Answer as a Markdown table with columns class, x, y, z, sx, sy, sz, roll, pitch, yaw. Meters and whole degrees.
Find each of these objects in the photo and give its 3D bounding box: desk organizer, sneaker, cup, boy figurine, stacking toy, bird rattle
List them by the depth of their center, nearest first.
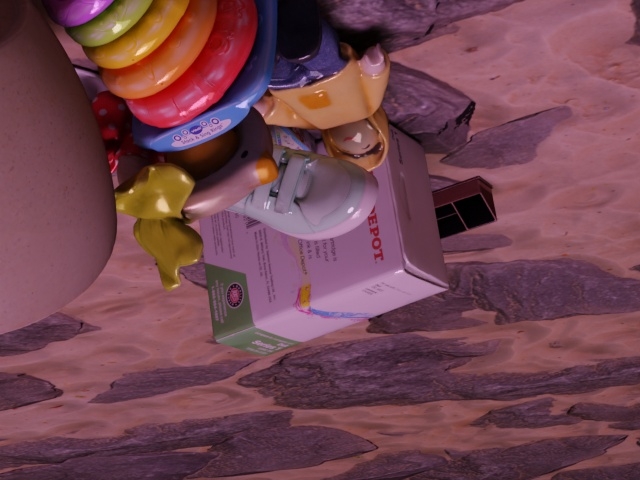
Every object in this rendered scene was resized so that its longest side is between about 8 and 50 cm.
| class | x | y | z | sx | sy | sz | roll | pitch | yaw |
| --- | --- | --- | --- | --- | --- | --- | --- | --- | --- |
| cup | -0.341 | -0.106 | 1.461 | 0.331 | 0.331 | 0.237 | -3 | 131 | -13 |
| stacking toy | -0.188 | -0.228 | 1.523 | 0.175 | 0.165 | 0.302 | -21 | 139 | 31 |
| bird rattle | -0.149 | -0.075 | 1.709 | 0.207 | 0.253 | 0.143 | -23 | 124 | -4 |
| boy figurine | -0.005 | -0.159 | 1.786 | 0.177 | 0.092 | 0.285 | -17 | 153 | 13 |
| sneaker | -0.071 | -0.071 | 1.808 | 0.256 | 0.094 | 0.151 | 8 | 166 | 35 |
| desk organizer | 0.163 | -0.035 | 2.183 | 0.130 | 0.050 | 0.047 | -19 | 155 | 25 |

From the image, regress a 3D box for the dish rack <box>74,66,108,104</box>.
| class | x | y | z | sx | sy | sz | roll | pitch | yaw |
| --- | --- | --- | --- | --- | --- | --- | --- | --- | --- |
| dish rack | -0.418 | -0.121 | 1.766 | 0.333 | 0.072 | 0.285 | 12 | 149 | -42 |

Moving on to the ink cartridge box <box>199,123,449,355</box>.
| class | x | y | z | sx | sy | sz | roll | pitch | yaw |
| --- | --- | --- | --- | --- | --- | --- | --- | --- | --- |
| ink cartridge box | 0.000 | 0.000 | 2.016 | 0.278 | 0.201 | 0.117 | -21 | 155 | 28 |

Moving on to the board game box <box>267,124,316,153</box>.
| class | x | y | z | sx | sy | sz | roll | pitch | yaw |
| --- | --- | --- | --- | --- | --- | --- | --- | --- | --- |
| board game box | -0.081 | -0.121 | 1.929 | 0.103 | 0.026 | 0.154 | -15 | 156 | 17 |
